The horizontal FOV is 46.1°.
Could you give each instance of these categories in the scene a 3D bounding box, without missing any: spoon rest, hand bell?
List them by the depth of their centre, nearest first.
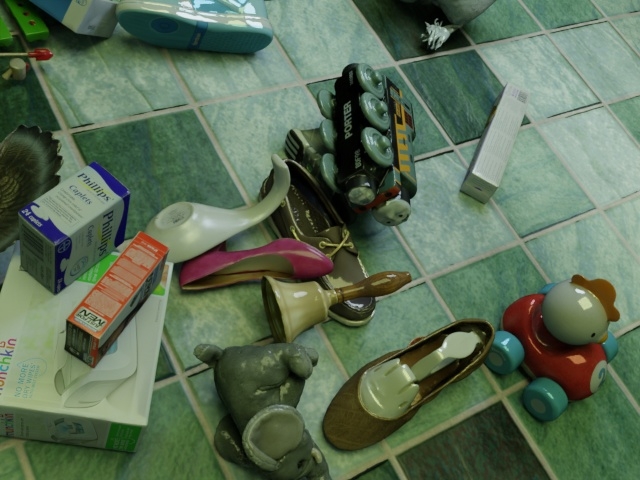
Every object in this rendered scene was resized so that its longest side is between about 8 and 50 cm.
[{"bbox_3d":[0.037,0.089,1.223,0.242,0.126,0.126,-14,64,-15],"label":"hand bell"},{"bbox_3d":[-0.172,-0.042,1.260,0.276,0.084,0.137,-29,39,-8],"label":"spoon rest"}]

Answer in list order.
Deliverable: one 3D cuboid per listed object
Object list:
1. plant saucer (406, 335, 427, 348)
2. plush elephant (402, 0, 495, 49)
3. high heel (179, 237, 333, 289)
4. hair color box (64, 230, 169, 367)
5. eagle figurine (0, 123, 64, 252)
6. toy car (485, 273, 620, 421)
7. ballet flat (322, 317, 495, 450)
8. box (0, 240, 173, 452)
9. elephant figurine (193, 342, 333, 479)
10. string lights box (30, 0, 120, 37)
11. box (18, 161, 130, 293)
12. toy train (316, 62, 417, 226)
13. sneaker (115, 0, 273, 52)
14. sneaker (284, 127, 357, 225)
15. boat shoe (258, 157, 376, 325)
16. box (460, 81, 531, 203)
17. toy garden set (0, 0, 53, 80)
[{"bbox_3d":[0.186,0.207,1.307,0.083,0.013,0.083,10,55,-14],"label":"plant saucer"},{"bbox_3d":[0.292,-0.637,1.737,0.330,0.272,0.255,-43,106,-12],"label":"plush elephant"},{"bbox_3d":[-0.106,0.052,1.232,0.244,0.082,0.117,12,45,5],"label":"high heel"},{"bbox_3d":[-0.274,0.078,1.017,0.053,0.093,0.167,31,52,2],"label":"hair color box"},{"bbox_3d":[-0.515,-0.048,1.081,0.298,0.225,0.226,-24,65,-28],"label":"eagle figurine"},{"bbox_3d":[0.440,0.154,1.295,0.219,0.238,0.210,-32,73,-33],"label":"toy car"},{"bbox_3d":[0.155,0.215,1.207,0.342,0.124,0.116,-24,70,-26],"label":"ballet flat"},{"bbox_3d":[-0.350,0.148,1.080,0.231,0.127,0.262,13,54,-14],"label":"box"},{"bbox_3d":[-0.072,0.276,1.093,0.186,0.169,0.239,-4,73,10],"label":"elephant figurine"},{"bbox_3d":[-0.518,-0.490,1.426,0.260,0.076,0.133,35,16,3],"label":"string lights box"},{"bbox_3d":[-0.338,-0.017,1.037,0.072,0.126,0.137,38,52,9],"label":"box"},{"bbox_3d":[0.097,-0.180,1.377,0.190,0.142,0.334,34,39,-36],"label":"toy train"},{"bbox_3d":[-0.256,-0.499,1.510,0.319,0.127,0.208,1,76,-30],"label":"sneaker"},{"bbox_3d":[0.040,-0.137,1.435,0.132,0.086,0.228,-19,65,-32],"label":"sneaker"},{"bbox_3d":[0.000,0.000,1.320,0.117,0.096,0.324,-21,67,-29],"label":"boat shoe"},{"bbox_3d":[0.382,-0.218,1.624,0.067,0.063,0.324,27,53,0],"label":"box"},{"bbox_3d":[-0.610,-0.341,1.352,0.244,0.049,0.204,-22,66,-31],"label":"toy garden set"}]
